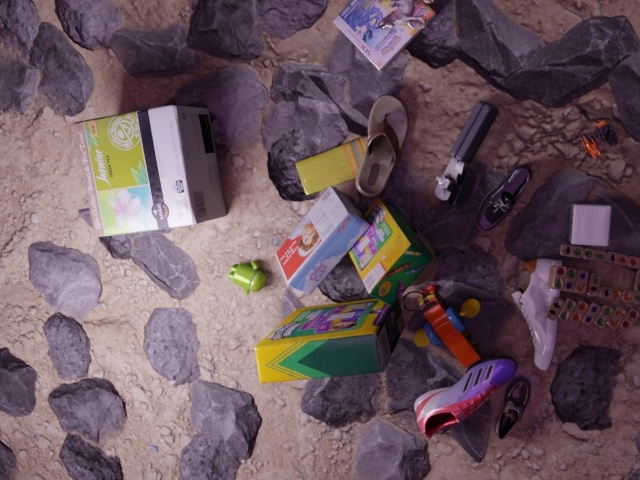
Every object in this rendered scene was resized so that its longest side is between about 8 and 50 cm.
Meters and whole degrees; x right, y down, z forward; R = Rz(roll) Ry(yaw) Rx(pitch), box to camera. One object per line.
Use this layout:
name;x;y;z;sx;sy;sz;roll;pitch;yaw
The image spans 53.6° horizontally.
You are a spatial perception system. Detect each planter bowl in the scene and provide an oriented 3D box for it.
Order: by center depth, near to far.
planter bowl;0.248;0.057;1.697;0.109;0.162;0.162;31;107;-20

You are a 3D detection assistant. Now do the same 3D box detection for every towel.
towel;0.053;-0.210;1.769;0.237;0.021;0.102;-18;90;17

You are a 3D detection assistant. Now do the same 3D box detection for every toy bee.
toy bee;0.331;0.194;1.704;0.195;0.162;0.298;-16;119;9

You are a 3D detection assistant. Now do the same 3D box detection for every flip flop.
flip flop;0.162;-0.251;1.682;0.112;0.080;0.277;18;92;2

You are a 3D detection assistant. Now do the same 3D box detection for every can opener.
can opener;0.384;-0.225;1.658;0.093;0.074;0.280;16;107;-23

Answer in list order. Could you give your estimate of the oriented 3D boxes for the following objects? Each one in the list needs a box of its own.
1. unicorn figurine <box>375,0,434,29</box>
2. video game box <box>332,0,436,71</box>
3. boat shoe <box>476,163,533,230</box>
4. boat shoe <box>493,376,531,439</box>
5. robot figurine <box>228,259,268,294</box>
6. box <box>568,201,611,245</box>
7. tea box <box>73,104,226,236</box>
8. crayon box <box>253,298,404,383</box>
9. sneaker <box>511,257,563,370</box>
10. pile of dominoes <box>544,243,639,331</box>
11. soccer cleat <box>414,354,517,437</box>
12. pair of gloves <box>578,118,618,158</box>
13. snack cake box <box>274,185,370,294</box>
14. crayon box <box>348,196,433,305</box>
unicorn figurine;0.219;-0.581;1.601;0.111;0.060;0.161;20;87;11
video game box;0.167;-0.583;1.663;0.187;0.048;0.205;46;107;2
boat shoe;0.474;-0.110;1.643;0.075;0.065;0.206;37;106;7
boat shoe;0.525;0.461;1.719;0.066;0.066;0.183;18;103;12
robot figurine;-0.212;0.110;1.865;0.115;0.067;0.101;23;105;11
box;0.671;-0.043;1.581;0.087;0.102;0.101;3;99;17
tea box;-0.479;-0.198;1.810;0.324;0.220;0.328;-7;97;17
crayon box;0.036;0.254;1.665;0.313;0.363;0.106;-10;96;17
sneaker;0.559;0.190;1.655;0.123;0.106;0.290;4;89;17
pile of dominoes;0.696;0.121;1.577;0.251;0.040;0.195;10;87;-2
soccer cleat;0.397;0.424;1.709;0.318;0.116;0.108;-34;115;19
pair of gloves;0.697;-0.254;1.588;0.083;0.010;0.074;-37;87;15
snack cake box;0.000;0.000;1.736;0.089;0.152;0.264;28;110;-35
crayon box;0.167;0.021;1.640;0.081;0.278;0.165;30;108;-25
